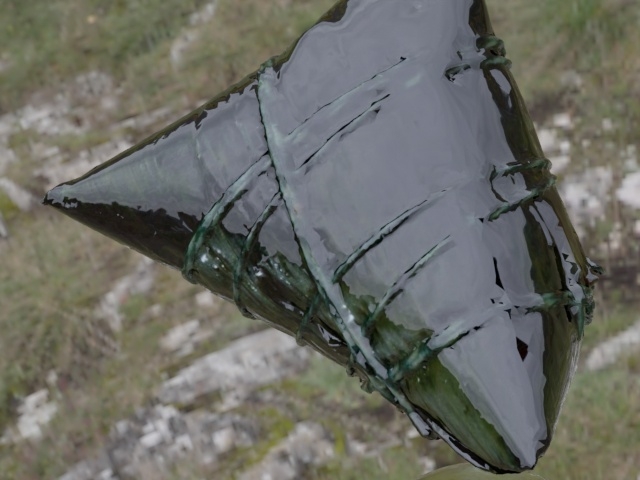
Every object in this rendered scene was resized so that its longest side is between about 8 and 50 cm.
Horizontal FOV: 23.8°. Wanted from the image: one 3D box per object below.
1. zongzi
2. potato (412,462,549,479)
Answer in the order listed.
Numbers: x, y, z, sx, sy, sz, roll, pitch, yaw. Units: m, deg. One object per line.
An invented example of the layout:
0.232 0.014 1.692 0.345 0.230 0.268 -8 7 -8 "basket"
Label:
0.000 0.000 1.067 0.362 0.319 0.383 -24 83 10 "zongzi"
0.145 0.312 1.302 0.243 0.326 0.221 -10 62 32 "potato"
